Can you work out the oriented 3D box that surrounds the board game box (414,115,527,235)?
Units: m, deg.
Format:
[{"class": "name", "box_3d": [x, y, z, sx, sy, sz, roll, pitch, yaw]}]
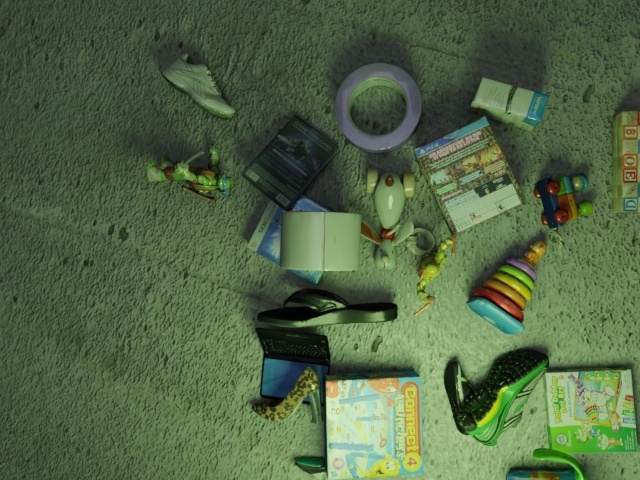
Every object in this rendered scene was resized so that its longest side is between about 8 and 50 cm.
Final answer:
[{"class": "board game box", "box_3d": [0.453, -0.189, 1.682, 0.231, 0.141, 0.291, -24, 86, 8]}]

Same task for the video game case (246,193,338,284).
[{"class": "video game case", "box_3d": [-0.072, -0.023, 1.808, 0.269, 0.061, 0.245, 27, 94, 9]}]

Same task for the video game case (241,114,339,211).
[{"class": "video game case", "box_3d": [-0.097, -0.257, 1.795, 0.196, 0.026, 0.274, 39, 80, 10]}]

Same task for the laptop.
[{"class": "laptop", "box_3d": [-0.092, 0.411, 1.767, 0.234, 0.264, 0.137, 5, 54, 9]}]

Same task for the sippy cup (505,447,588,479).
[{"class": "sippy cup", "box_3d": [0.660, 0.780, 1.609, 0.223, 0.240, 0.306, 1, 65, 20]}]

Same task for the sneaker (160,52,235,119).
[{"class": "sneaker", "box_3d": [-0.400, -0.523, 1.848, 0.297, 0.111, 0.129, 39, 90, 7]}]

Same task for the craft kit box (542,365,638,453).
[{"class": "craft kit box", "box_3d": [0.816, 0.514, 1.661, 0.246, 0.061, 0.250, -5, 88, 12]}]

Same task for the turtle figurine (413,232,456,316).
[{"class": "turtle figurine", "box_3d": [0.330, 0.094, 1.661, 0.087, 0.217, 0.270, 23, 93, 9]}]

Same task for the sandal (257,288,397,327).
[{"class": "sandal", "box_3d": [0.021, 0.205, 1.744, 0.444, 0.167, 0.107, -3, 95, 0]}]

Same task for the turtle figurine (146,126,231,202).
[{"class": "turtle figurine", "box_3d": [-0.429, -0.268, 1.806, 0.266, 0.275, 0.198, 5, 56, 13]}]

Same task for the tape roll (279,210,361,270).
[{"class": "tape roll", "box_3d": [0.000, 0.000, 1.643, 0.245, 0.246, 0.169, 1, 90, 9]}]

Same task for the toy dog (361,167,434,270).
[{"class": "toy dog", "box_3d": [0.218, -0.081, 1.710, 0.220, 0.161, 0.334, -18, 86, 9]}]

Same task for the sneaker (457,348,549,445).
[{"class": "sneaker", "box_3d": [0.568, 0.470, 1.661, 0.343, 0.134, 0.146, -43, 110, -8]}]

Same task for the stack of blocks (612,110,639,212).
[{"class": "stack of blocks", "box_3d": [0.972, -0.230, 1.624, 0.171, 0.087, 0.298, 1, 89, 9]}]

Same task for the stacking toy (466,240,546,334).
[{"class": "stacking toy", "box_3d": [0.596, 0.120, 1.664, 0.165, 0.175, 0.302, 35, 84, 5]}]

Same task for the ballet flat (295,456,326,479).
[{"class": "ballet flat", "box_3d": [0.018, 0.744, 1.782, 0.203, 0.074, 0.074, -7, 88, 7]}]

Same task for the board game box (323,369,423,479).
[{"class": "board game box", "box_3d": [0.163, 0.574, 1.714, 0.301, 0.086, 0.309, -2, 89, -5]}]

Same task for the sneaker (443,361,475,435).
[{"class": "sneaker", "box_3d": [0.459, 0.493, 1.720, 0.097, 0.084, 0.235, -10, 88, -16]}]

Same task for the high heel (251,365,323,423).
[{"class": "high heel", "box_3d": [-0.115, 0.489, 1.774, 0.261, 0.093, 0.187, -2, 100, 22]}]

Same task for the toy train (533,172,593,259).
[{"class": "toy train", "box_3d": [0.759, -0.079, 1.660, 0.143, 0.105, 0.248, -15, 87, -4]}]

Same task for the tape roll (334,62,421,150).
[{"class": "tape roll", "box_3d": [0.186, -0.421, 1.756, 0.274, 0.090, 0.275, 0, 90, 10]}]

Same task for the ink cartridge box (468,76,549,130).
[{"class": "ink cartridge box", "box_3d": [0.567, -0.413, 1.662, 0.203, 0.148, 0.086, 20, 94, 9]}]
